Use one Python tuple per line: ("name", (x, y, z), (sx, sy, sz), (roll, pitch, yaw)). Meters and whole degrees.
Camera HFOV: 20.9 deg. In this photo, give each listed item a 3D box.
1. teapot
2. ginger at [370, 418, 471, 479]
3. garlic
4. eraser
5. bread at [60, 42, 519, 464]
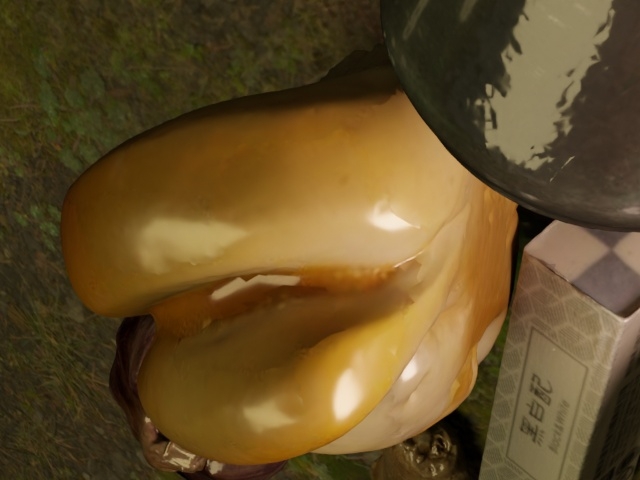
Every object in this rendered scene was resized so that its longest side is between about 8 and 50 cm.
("teapot", (0.195, -0.178, 0.823), (0.300, 0.253, 0.344), (18, 142, 4))
("ginger", (0.095, 0.206, 1.630), (0.137, 0.074, 0.213), (28, 140, 38))
("garlic", (-0.135, 0.172, 1.841), (0.245, 0.160, 0.245), (38, 152, 25))
("eraser", (0.196, 0.126, 1.338), (0.096, 0.098, 0.404), (39, 151, 24))
("bread", (0.025, 0.005, 1.129), (0.245, 0.329, 0.424), (59, -171, 8))
